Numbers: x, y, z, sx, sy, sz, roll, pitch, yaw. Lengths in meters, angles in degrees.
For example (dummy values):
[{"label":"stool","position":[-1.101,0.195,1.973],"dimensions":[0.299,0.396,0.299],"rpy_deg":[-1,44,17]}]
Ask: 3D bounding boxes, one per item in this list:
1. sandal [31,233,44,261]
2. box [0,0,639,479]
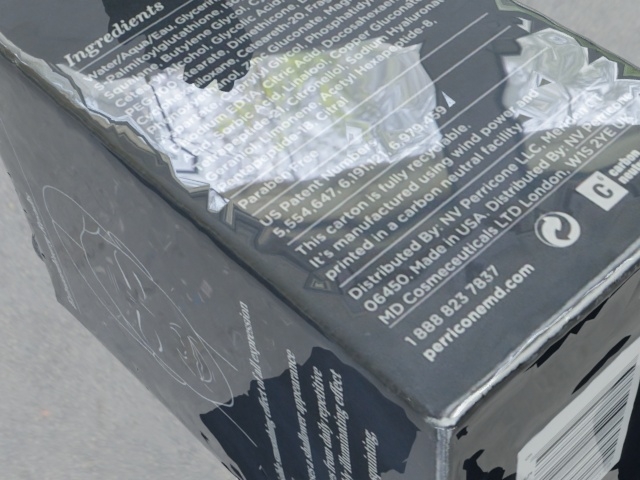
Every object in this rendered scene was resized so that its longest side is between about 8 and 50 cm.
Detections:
[{"label":"sandal","position":[-0.237,-0.070,1.307],"dimensions":[0.254,0.054,0.097],"rpy_deg":[-39,95,1]},{"label":"box","position":[0.000,0.000,0.646],"dimensions":[0.212,0.294,0.395],"rpy_deg":[-38,57,-23]}]
